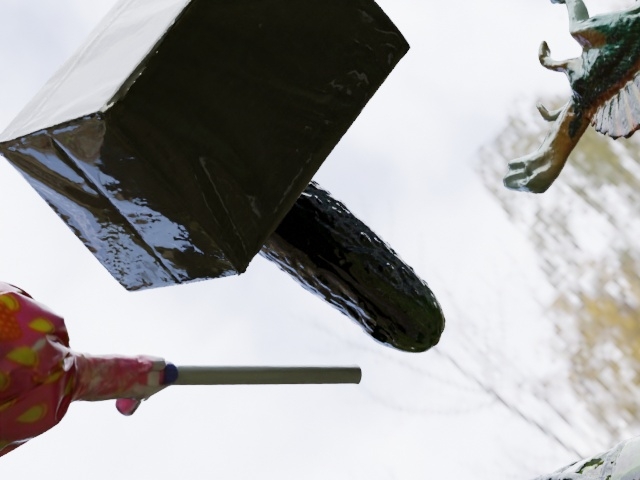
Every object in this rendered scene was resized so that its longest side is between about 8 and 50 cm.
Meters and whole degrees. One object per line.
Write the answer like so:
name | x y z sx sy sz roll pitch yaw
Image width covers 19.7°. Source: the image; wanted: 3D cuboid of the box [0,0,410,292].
box | -0.082 -0.100 1.273 0.149 0.155 0.231 49 -124 -22

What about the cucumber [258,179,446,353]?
cucumber | -0.001 0.001 1.394 0.074 0.241 0.074 -47 -17 -19

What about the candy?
candy | -0.123 0.090 1.277 0.365 0.124 0.124 2 -59 -34

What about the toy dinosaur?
toy dinosaur | 0.157 -0.094 0.914 0.187 0.106 0.044 -24 -44 37

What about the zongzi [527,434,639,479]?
zongzi | 0.297 0.255 1.523 0.362 0.383 0.319 -18 -81 -52
